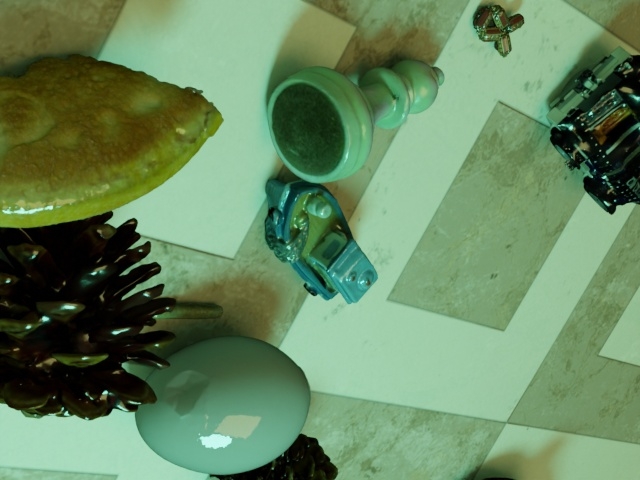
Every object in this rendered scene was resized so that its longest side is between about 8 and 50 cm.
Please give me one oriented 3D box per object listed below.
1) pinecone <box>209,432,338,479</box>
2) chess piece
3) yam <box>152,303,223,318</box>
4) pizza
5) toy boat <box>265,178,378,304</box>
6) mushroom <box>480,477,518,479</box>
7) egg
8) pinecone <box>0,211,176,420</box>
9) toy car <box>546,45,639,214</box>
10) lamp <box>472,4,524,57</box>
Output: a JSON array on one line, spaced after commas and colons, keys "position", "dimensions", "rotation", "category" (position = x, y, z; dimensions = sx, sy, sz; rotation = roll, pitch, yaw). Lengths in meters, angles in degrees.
[{"position": [-0.077, 0.338, 1.795], "dimensions": [0.165, 0.163, 0.163], "rotation": [20, 103, -39], "category": "pinecone"}, {"position": [0.070, -0.173, 1.600], "dimensions": [0.271, 0.139, 0.139], "rotation": [-27, 135, -42], "category": "chess piece"}, {"position": [-0.170, 0.089, 1.624], "dimensions": [0.116, 0.021, 0.021], "rotation": [3, 116, -44], "category": "yam"}, {"position": [-0.266, -0.100, 1.274], "dimensions": [0.365, 0.182, 0.074], "rotation": [-22, 154, -33], "category": "pizza"}, {"position": [0.000, 0.000, 1.665], "dimensions": [0.109, 0.098, 0.238], "rotation": [-47, 140, -12], "category": "toy boat"}, {"position": [0.326, 0.542, 2.336], "dimensions": [0.278, 0.163, 0.297], "rotation": [-46, 141, 5], "category": "mushroom"}, {"position": [-0.127, 0.209, 1.633], "dimensions": [0.231, 0.176, 0.176], "rotation": [2, 116, -37], "category": "egg"}, {"position": [-0.276, 0.065, 1.337], "dimensions": [0.264, 0.264, 0.264], "rotation": [-25, 133, -30], "category": "pinecone"}, {"position": [0.458, -0.158, 1.980], "dimensions": [0.193, 0.118, 0.301], "rotation": [-45, 142, 3], "category": "toy car"}, {"position": [0.236, -0.287, 1.737], "dimensions": [0.083, 0.031, 0.063], "rotation": [14, 106, -45], "category": "lamp"}]
